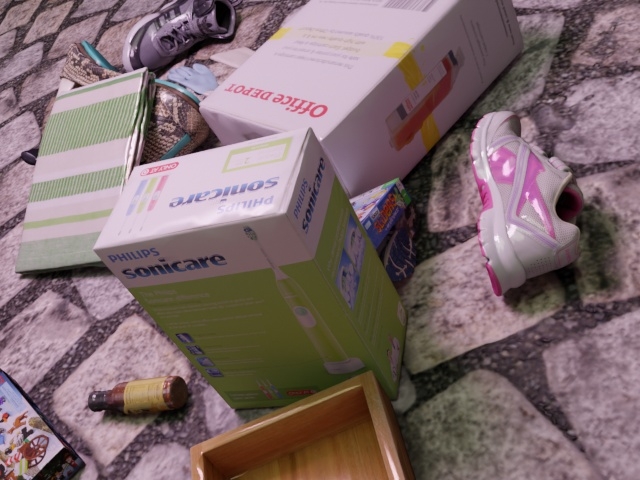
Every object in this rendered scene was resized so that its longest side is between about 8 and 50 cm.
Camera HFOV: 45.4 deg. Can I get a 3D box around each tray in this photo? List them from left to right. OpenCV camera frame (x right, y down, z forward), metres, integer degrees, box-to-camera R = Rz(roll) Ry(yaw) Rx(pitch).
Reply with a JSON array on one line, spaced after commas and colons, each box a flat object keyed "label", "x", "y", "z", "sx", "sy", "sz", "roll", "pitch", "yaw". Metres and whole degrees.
[{"label": "tray", "x": 0.009, "y": 0.319, "z": 0.626, "sx": 0.203, "sy": 0.076, "sz": 0.411, "roll": -24, "pitch": 41, "yaw": 7}]

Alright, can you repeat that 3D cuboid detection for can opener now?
[{"label": "can opener", "x": -0.475, "y": -0.128, "z": 1.405, "sx": 0.186, "sy": 0.059, "sz": 0.073, "roll": 24, "pitch": 37, "yaw": 34}]

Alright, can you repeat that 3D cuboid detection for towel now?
[{"label": "towel", "x": -0.379, "y": -0.109, "z": 1.239, "sx": 0.248, "sy": 0.038, "sz": 0.325, "roll": -6, "pitch": 71, "yaw": 32}]

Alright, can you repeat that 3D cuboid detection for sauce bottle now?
[{"label": "sauce bottle", "x": -0.223, "y": 0.190, "z": 0.928, "sx": 0.128, "sy": 0.042, "sz": 0.042, "roll": -11, "pitch": 44, "yaw": 25}]

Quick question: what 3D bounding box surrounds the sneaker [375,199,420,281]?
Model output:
[{"label": "sneaker", "x": 0.084, "y": 0.004, "z": 0.932, "sx": 0.058, "sy": 0.052, "sz": 0.135, "roll": -18, "pitch": 33, "yaw": 30}]

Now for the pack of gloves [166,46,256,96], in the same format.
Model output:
[{"label": "pack of gloves", "x": -0.134, "y": -0.262, "z": 1.304, "sx": 0.195, "sy": 0.046, "sz": 0.232, "roll": -24, "pitch": 41, "yaw": -36}]

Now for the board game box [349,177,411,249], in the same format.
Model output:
[{"label": "board game box", "x": 0.000, "y": 0.000, "z": 0.916, "sx": 0.201, "sy": 0.035, "sz": 0.136, "roll": -23, "pitch": 15, "yaw": 32}]

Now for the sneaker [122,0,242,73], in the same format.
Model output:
[{"label": "sneaker", "x": -0.274, "y": -0.425, "z": 1.546, "sx": 0.153, "sy": 0.101, "sz": 0.268, "roll": 15, "pitch": 55, "yaw": 44}]

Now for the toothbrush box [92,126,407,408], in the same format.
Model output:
[{"label": "toothbrush box", "x": -0.055, "y": 0.045, "z": 0.785, "sx": 0.206, "sy": 0.283, "sz": 0.122, "roll": -10, "pitch": 44, "yaw": 24}]

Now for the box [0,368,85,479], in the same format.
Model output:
[{"label": "box", "x": -0.414, "y": 0.272, "z": 0.956, "sx": 0.159, "sy": 0.044, "sz": 0.233, "roll": -46, "pitch": 42, "yaw": -18}]

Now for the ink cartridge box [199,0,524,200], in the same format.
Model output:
[{"label": "ink cartridge box", "x": 0.058, "y": -0.236, "z": 1.100, "sx": 0.384, "sy": 0.160, "sz": 0.279, "roll": -47, "pitch": 42, "yaw": -19}]

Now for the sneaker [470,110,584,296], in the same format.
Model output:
[{"label": "sneaker", "x": 0.235, "y": -0.052, "z": 0.860, "sx": 0.111, "sy": 0.103, "sz": 0.252, "roll": -10, "pitch": 50, "yaw": 17}]

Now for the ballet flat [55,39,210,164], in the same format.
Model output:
[{"label": "ballet flat", "x": -0.384, "y": -0.241, "z": 1.394, "sx": 0.182, "sy": 0.164, "sz": 0.483, "roll": -50, "pitch": 46, "yaw": -8}]
